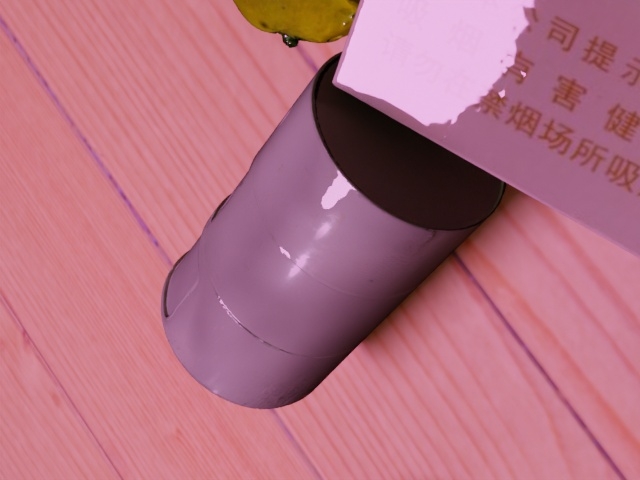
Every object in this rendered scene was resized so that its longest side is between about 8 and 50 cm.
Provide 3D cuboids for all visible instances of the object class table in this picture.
[{"bbox_3d":[0.000,0.000,0.776,0.126,0.126,0.220,54,138,12],"label":"table"}]

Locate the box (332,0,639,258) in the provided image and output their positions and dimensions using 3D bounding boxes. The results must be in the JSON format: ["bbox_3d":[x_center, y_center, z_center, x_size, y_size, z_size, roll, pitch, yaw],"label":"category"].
[{"bbox_3d":[0.148,-0.174,0.561,0.204,0.051,0.365,31,130,13],"label":"box"}]

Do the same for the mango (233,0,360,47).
[{"bbox_3d":[-0.007,-0.198,0.712,0.119,0.100,0.178,-2,100,14],"label":"mango"}]
